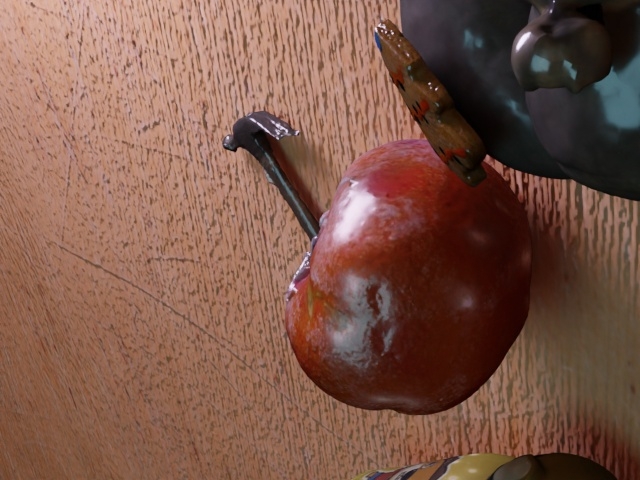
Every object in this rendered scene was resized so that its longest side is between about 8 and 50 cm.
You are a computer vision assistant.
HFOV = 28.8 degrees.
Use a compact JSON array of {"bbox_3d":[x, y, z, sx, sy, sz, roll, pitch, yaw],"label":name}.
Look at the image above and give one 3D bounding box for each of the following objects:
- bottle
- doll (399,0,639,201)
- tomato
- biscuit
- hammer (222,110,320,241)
[{"bbox_3d":[0.155,0.284,1.194,0.171,0.171,0.351,58,145,-2],"label":"bottle"},{"bbox_3d":[0.136,-0.192,0.744,0.379,0.252,0.382,6,116,50],"label":"doll"},{"bbox_3d":[0.081,0.030,1.036,0.189,0.232,0.232,24,144,-4],"label":"tomato"},{"bbox_3d":[0.073,-0.093,0.860,0.130,0.019,0.119,58,178,-6],"label":"biscuit"},{"bbox_3d":[0.001,0.000,1.272,0.297,0.027,0.125,58,152,-3],"label":"hammer"}]
